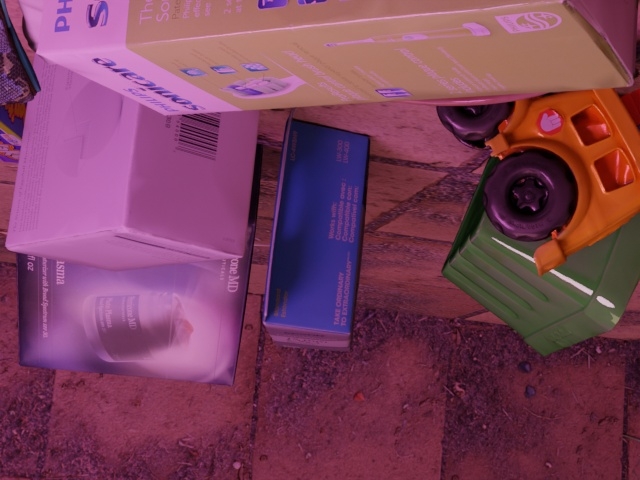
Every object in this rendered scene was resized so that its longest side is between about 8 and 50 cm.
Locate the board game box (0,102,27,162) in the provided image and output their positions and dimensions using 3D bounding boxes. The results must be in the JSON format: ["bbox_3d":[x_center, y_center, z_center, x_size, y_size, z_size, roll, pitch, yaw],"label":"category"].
[{"bbox_3d":[-0.447,-0.169,1.282,0.233,0.078,0.347,4,169,7],"label":"board game box"}]

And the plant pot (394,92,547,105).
[{"bbox_3d":[0.075,-0.182,0.845,0.237,0.109,0.237,5,170,1],"label":"plant pot"}]

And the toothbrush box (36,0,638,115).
[{"bbox_3d":[0.012,-0.183,0.605,0.283,0.206,0.122,-1,169,27],"label":"toothbrush box"}]

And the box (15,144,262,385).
[{"bbox_3d":[-0.237,0.021,1.558,0.294,0.182,0.296,5,130,-5],"label":"box"}]

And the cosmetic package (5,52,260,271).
[{"bbox_3d":[-0.177,-0.095,1.132,0.138,0.224,0.225,15,166,-40],"label":"cosmetic package"}]

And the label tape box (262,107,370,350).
[{"bbox_3d":[0.000,0.000,1.487,0.115,0.249,0.347,6,170,0],"label":"label tape box"}]

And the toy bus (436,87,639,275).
[{"bbox_3d":[0.225,-0.107,1.058,0.211,0.220,0.149,-28,174,12],"label":"toy bus"}]

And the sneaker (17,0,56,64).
[{"bbox_3d":[-0.195,-0.217,0.925,0.123,0.106,0.290,48,163,-18],"label":"sneaker"}]

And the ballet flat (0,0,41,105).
[{"bbox_3d":[-0.271,-0.171,0.937,0.070,0.070,0.188,4,143,7],"label":"ballet flat"}]

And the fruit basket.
[{"bbox_3d":[0.355,-0.002,1.341,0.392,0.282,0.392,23,170,4],"label":"fruit basket"}]

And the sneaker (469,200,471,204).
[{"bbox_3d":[0.251,-0.047,1.655,0.058,0.052,0.135,14,167,-19],"label":"sneaker"}]
